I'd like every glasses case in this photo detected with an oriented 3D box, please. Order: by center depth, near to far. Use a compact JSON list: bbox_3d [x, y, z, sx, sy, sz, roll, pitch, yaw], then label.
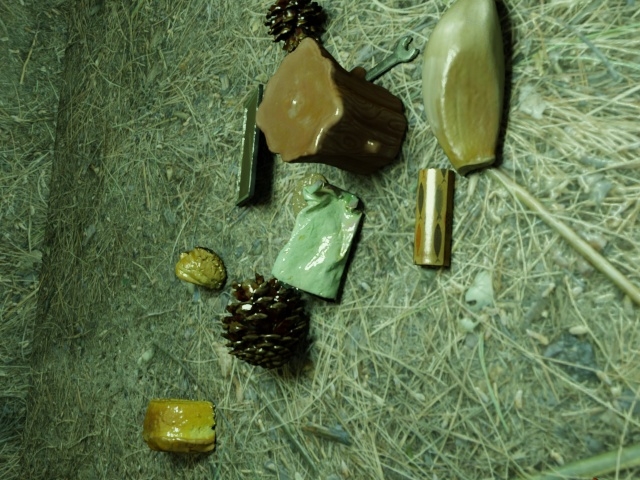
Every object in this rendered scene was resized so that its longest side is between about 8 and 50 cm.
[{"bbox_3d":[0.195,-0.040,0.958,0.064,0.041,0.170,0,83,45],"label":"glasses case"}]

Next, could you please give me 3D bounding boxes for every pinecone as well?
[{"bbox_3d":[-0.115,0.165,1.154,0.184,0.179,0.204,1,71,27],"label":"pinecone"},{"bbox_3d":[-0.054,-0.482,1.219,0.140,0.140,0.121,-11,95,44],"label":"pinecone"}]

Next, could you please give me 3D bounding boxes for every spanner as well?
[{"bbox_3d":[0.096,-0.336,1.123,0.254,0.015,0.054,-26,68,41],"label":"spanner"}]

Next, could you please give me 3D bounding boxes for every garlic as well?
[{"bbox_3d":[0.237,-0.268,0.921,0.143,0.112,0.318,-3,92,42],"label":"garlic"}]

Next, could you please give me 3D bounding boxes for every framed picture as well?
[{"bbox_3d":[-0.174,-0.223,1.318,0.192,0.018,0.265,173,102,-73],"label":"framed picture"}]

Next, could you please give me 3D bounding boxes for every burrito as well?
[{"bbox_3d":[0.000,0.000,1.108,0.089,0.144,0.229,-127,58,-84],"label":"burrito"}]

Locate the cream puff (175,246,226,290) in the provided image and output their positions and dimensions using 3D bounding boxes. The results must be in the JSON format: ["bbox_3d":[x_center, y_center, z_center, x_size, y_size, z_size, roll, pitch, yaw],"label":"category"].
[{"bbox_3d":[-0.305,0.069,1.404,0.133,0.119,0.104,22,81,18],"label":"cream puff"}]

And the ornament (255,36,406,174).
[{"bbox_3d":[0.029,-0.236,1.029,0.235,0.217,0.221,5,87,46],"label":"ornament"}]

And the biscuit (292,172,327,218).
[{"bbox_3d":[-0.022,-0.092,1.205,0.120,0.015,0.120,-7,80,44],"label":"biscuit"}]

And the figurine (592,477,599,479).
[{"bbox_3d":[0.365,0.360,0.706,0.071,0.067,0.083,-50,33,3],"label":"figurine"}]

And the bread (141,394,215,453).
[{"bbox_3d":[-0.382,0.472,1.407,0.229,0.139,0.143,-13,67,43],"label":"bread"}]
